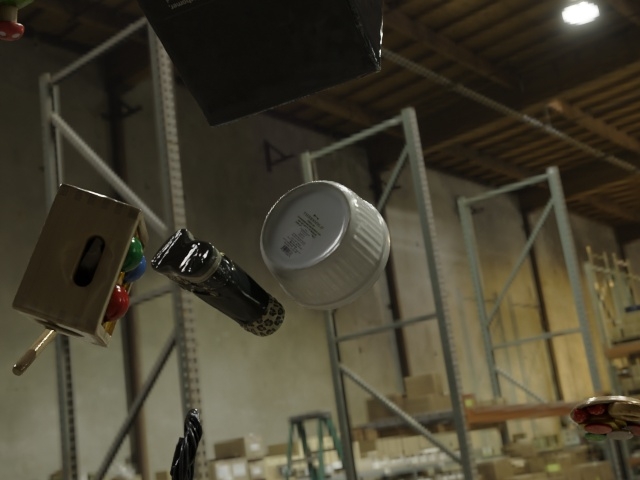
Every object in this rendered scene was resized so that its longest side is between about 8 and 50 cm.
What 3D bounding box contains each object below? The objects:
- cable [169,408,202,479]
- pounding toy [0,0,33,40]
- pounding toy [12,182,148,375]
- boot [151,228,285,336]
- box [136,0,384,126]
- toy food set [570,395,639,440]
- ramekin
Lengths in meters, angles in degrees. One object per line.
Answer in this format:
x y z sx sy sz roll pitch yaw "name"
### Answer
-0.233 0.388 1.544 0.047 0.184 0.150 16 -43 -7 "cable"
-0.532 -0.383 1.394 0.183 0.110 0.237 3 -1 -6 "pounding toy"
-0.242 0.065 0.921 0.094 0.181 0.206 18 -15 -3 "pounding toy"
-0.168 0.071 1.432 0.178 0.085 0.236 43 -13 -25 "boot"
-0.037 -0.168 0.424 0.093 0.156 0.158 -17 -54 19 "box"
0.281 0.170 0.848 0.083 0.020 0.082 -13 -36 31 "toy food set"
0.000 0.000 1.457 0.207 0.207 0.109 -14 -33 23 "ramekin"
